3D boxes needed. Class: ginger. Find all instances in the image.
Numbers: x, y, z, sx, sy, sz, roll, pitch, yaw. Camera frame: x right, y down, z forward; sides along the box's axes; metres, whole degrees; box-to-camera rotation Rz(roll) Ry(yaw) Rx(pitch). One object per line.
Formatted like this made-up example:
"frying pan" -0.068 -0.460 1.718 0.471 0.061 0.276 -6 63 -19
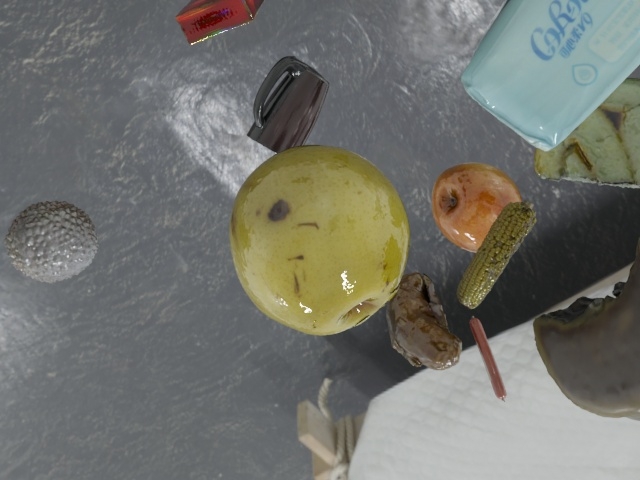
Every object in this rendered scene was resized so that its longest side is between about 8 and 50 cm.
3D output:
"ginger" 0.269 0.232 1.644 0.165 0.321 0.172 18 122 -31

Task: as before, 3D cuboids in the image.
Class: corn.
"corn" 0.458 0.033 1.608 0.097 0.097 0.319 29 96 -20

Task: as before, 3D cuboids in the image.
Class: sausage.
"sausage" 0.417 0.293 1.531 0.030 0.029 0.222 -20 78 10

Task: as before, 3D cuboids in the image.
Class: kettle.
"kettle" -0.089 -0.342 1.564 0.202 0.144 0.232 22 99 -47

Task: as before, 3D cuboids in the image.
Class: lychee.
"lychee" -0.519 0.005 1.207 0.165 0.165 0.197 -14 155 6

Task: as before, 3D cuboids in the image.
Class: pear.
"pear" 0.000 0.000 1.142 0.349 0.348 0.348 -1 124 -2

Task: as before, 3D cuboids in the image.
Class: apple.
"apple" 0.515 -0.115 2.063 0.275 0.299 0.299 18 122 -30

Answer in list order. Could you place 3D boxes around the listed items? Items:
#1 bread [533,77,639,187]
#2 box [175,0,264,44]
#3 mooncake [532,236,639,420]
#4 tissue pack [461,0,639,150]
"bread" 0.703 -0.243 1.374 0.396 0.239 0.263 11 96 36
"box" -0.259 -0.665 1.708 0.198 0.313 0.089 -14 125 17
"mooncake" 0.645 0.172 1.271 0.247 0.394 0.392 12 94 -20
"tissue pack" 0.196 -0.196 0.349 0.089 0.177 0.263 37 130 0
